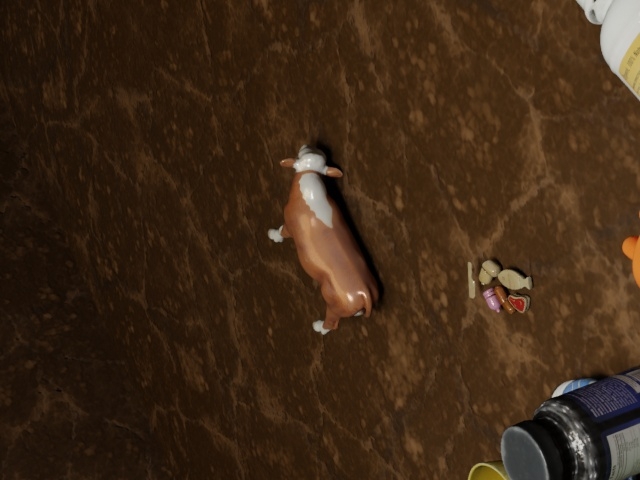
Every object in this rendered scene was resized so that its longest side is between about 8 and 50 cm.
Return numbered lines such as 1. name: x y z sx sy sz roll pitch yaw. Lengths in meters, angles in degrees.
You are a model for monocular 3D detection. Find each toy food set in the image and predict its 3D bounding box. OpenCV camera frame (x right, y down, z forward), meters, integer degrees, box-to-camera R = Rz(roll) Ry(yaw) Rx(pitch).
1. toy food set: 0.254 0.068 2.133 0.122 0.019 0.077 22 124 49

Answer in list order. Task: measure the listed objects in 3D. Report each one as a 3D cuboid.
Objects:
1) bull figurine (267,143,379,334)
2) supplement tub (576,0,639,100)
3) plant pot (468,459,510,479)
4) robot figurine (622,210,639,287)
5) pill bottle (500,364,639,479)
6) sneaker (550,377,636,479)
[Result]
1. bull figurine: 0.000 0.000 2.502 0.310 0.101 0.188 68 157 18
2. supplement tub: 0.404 -0.176 1.415 0.316 0.228 0.228 53 148 16
3. plant pot: 0.282 0.361 2.146 0.134 0.095 0.134 39 138 49
4. robot figurine: 0.426 0.031 1.652 0.219 0.158 0.128 40 160 50
5. pill bottle: 0.331 0.234 1.840 0.123 0.219 0.122 40 138 49
6. sneaker: 0.360 0.274 1.965 0.211 0.080 0.081 67 156 13
